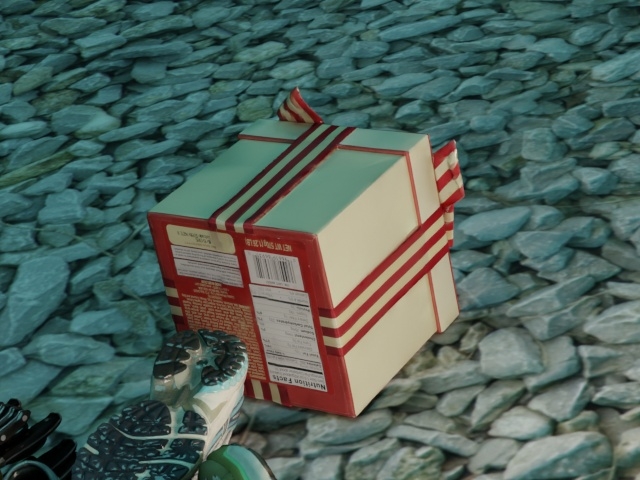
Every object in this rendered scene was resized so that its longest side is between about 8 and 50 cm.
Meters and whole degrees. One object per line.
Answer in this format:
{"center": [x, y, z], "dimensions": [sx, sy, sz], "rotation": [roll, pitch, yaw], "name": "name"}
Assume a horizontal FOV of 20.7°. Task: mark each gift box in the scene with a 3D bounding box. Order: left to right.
{"center": [0.000, 0.000, 1.853], "dimensions": [0.255, 0.276, 0.258], "rotation": [12, 34, 30], "name": "gift box"}

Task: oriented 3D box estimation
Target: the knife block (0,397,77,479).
{"center": [-0.350, 0.279, 1.685], "dimensions": [0.088, 0.242, 0.276], "rotation": [11, 80, 40], "name": "knife block"}

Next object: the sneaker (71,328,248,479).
{"center": [-0.140, 0.209, 1.674], "dimensions": [0.110, 0.122, 0.283], "rotation": [11, 35, 21], "name": "sneaker"}

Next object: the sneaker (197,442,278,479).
{"center": [-0.076, 0.309, 1.441], "dimensions": [0.182, 0.158, 0.410], "rotation": [-28, 25, -4], "name": "sneaker"}

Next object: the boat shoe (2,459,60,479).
{"center": [-0.261, 0.314, 1.538], "dimensions": [0.116, 0.099, 0.319], "rotation": [-8, 28, 1], "name": "boat shoe"}
